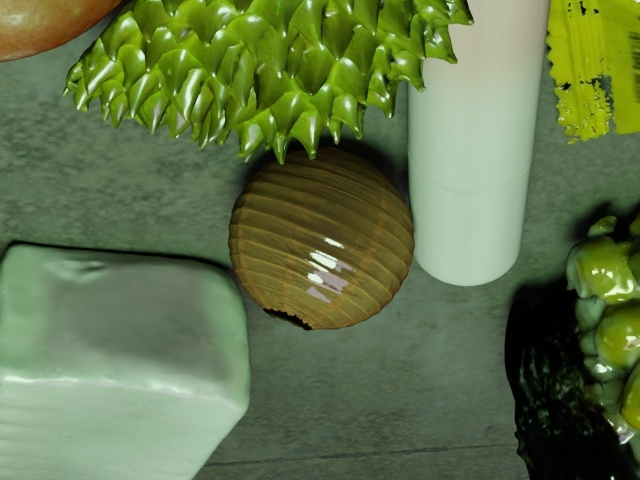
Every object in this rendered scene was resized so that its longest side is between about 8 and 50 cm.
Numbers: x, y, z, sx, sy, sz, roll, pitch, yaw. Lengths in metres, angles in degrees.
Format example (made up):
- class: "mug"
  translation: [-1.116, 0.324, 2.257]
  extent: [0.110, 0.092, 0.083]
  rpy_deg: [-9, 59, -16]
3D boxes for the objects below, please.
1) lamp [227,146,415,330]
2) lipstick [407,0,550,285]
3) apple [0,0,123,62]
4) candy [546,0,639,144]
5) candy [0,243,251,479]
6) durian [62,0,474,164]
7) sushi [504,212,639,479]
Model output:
- class: "lamp"
  translation: [0.000, 0.000, 0.917]
  extent: [0.136, 0.136, 0.136]
  rpy_deg: [-4, 147, -2]
- class: "lipstick"
  translation: [0.100, -0.090, 0.837]
  extent: [0.087, 0.087, 0.327]
  rpy_deg: [-6, 146, 0]
- class: "apple"
  translation: [-0.157, -0.176, 0.589]
  extent: [0.181, 0.181, 0.168]
  rpy_deg: [-8, 143, 4]
- class: "candy"
  translation: [0.294, -0.133, 0.813]
  extent: [0.297, 0.081, 0.187]
  rpy_deg: [-2, 148, 16]
- class: "candy"
  translation: [-0.213, 0.150, 1.107]
  extent: [0.208, 0.145, 0.358]
  rpy_deg: [10, 143, -20]
- class: "durian"
  translation: [-0.015, -0.150, 0.652]
  extent: [0.157, 0.169, 0.355]
  rpy_deg: [23, 138, -40]
- class: "sushi"
  translation: [0.344, 0.134, 1.007]
  extent: [0.328, 0.328, 0.285]
  rpy_deg: [8, 150, -12]
